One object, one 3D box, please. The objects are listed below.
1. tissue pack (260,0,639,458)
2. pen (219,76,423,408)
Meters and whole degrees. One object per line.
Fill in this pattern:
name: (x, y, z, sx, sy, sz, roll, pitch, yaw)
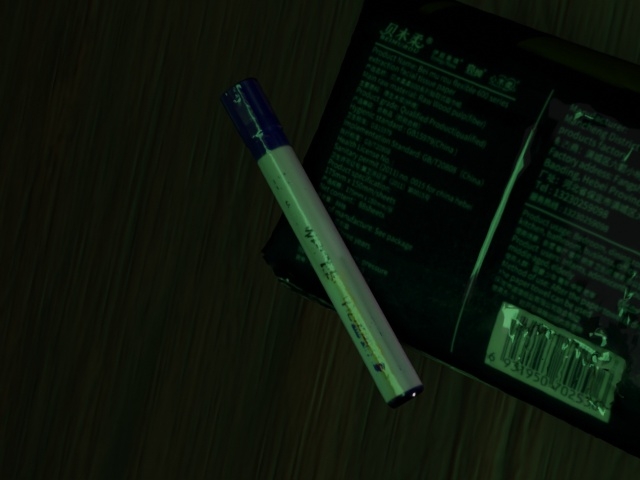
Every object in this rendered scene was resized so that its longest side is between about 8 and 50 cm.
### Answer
tissue pack: (0.203, -0.004, 1.241, 0.417, 0.253, 0.264, 23, 99, 26)
pen: (0.000, 0.000, 1.199, 0.033, 0.033, 0.269, -34, 75, 22)
